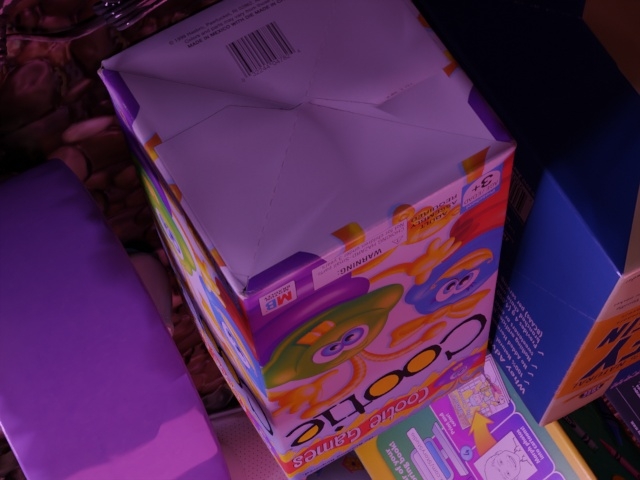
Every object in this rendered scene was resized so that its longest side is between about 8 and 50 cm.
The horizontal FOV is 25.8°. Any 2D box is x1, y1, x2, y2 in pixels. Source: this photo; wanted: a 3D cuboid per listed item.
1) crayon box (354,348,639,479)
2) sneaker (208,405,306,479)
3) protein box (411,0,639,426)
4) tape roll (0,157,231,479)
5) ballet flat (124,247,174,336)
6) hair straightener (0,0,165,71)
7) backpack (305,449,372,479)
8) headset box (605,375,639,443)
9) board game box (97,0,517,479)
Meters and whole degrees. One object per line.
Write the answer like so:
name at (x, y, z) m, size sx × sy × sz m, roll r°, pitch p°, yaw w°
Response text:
crayon box at (0.124, 0.151, 1.035) m, size 0.081 × 0.278 × 0.165 m, roll -2°, pitch 142°, yaw -50°
sneaker at (-0.119, 0.201, 0.982) m, size 0.292 × 0.108 × 0.169 m, roll -25°, pitch 178°, yaw -17°
protein box at (0.141, -0.040, 0.778) m, size 0.136 × 0.200 × 0.201 m, roll -26°, pitch 157°, yaw -15°
tape roll at (-0.118, 0.062, 0.655) m, size 0.080 × 0.189 × 0.189 m, roll -28°, pitch 157°, yaw -15°
ballet flat at (-0.117, 0.084, 0.857) m, size 0.072 × 0.068 × 0.213 m, roll -25°, pitch 156°, yaw -28°
hair straightener at (-0.037, -0.124, 0.572) m, size 0.230 × 0.047 × 0.089 m, roll -32°, pitch 157°, yaw -2°
backpack at (-0.009, 0.264, 1.203) m, size 0.188 × 0.166 × 0.144 m, roll -44°, pitch 162°, yaw -14°
headset box at (0.292, -0.010, 0.980) m, size 0.283 × 0.246 × 0.131 m, roll -39°, pitch 156°, yaw 10°
board game box at (0.000, 0.000, 0.741) m, size 0.144 × 0.142 × 0.275 m, roll -29°, pitch 156°, yaw -10°
